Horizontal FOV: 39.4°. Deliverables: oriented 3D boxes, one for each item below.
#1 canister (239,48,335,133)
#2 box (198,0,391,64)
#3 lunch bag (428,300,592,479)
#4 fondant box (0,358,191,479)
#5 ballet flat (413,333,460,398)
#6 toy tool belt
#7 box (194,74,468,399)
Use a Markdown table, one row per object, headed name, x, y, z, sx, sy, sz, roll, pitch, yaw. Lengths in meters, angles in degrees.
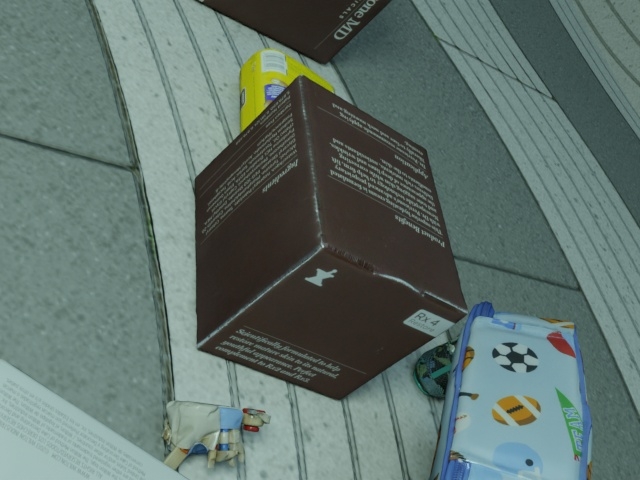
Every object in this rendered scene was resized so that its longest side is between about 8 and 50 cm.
| name | x | y | z | sx | sy | sz | roll | pitch | yaw |
| --- | --- | --- | --- | --- | --- | --- | --- | --- | --- |
| canister | -0.031 | -0.118 | 0.971 | 0.126 | 0.073 | 0.169 | 28 | 37 | -31 |
| box | -0.085 | -0.375 | 1.054 | 0.382 | 0.191 | 0.143 | 16 | 46 | -40 |
| lunch bag | 0.133 | 0.214 | 0.716 | 0.115 | 0.243 | 0.303 | 15 | 35 | 11 |
| fondant box | -0.148 | 0.255 | 0.439 | 0.238 | 0.096 | 0.330 | 39 | 34 | -18 |
| ballet flat | 0.173 | 0.127 | 0.984 | 0.188 | 0.070 | 0.070 | -17 | 72 | -56 |
| toy tool belt | -0.080 | 0.150 | 0.677 | 0.083 | 0.052 | 0.051 | 15 | 78 | -38 |
| box | 0.000 | 0.000 | 0.803 | 0.169 | 0.167 | 0.203 | 27 | 40 | -33 |
